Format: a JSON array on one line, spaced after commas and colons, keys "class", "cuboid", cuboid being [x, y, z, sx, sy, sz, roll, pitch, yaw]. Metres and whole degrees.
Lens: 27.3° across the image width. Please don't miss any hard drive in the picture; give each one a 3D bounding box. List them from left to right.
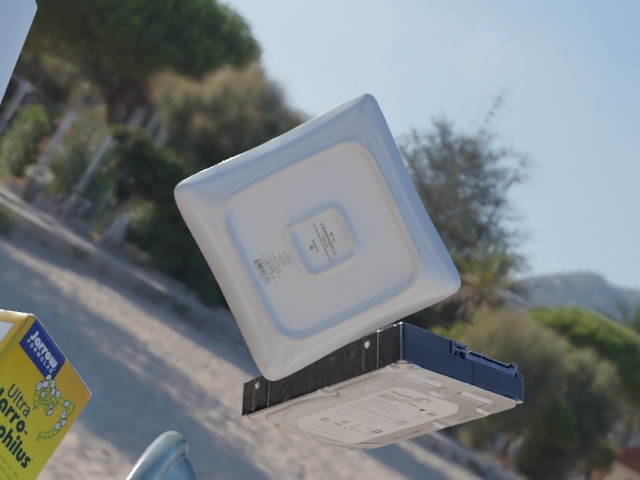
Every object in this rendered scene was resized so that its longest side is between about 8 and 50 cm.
[{"class": "hard drive", "cuboid": [0.082, 0.215, 1.840, 0.237, 0.064, 0.339, 22, -33, -36]}]

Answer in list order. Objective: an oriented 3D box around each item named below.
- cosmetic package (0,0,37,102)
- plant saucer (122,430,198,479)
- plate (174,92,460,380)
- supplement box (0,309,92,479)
[{"class": "cosmetic package", "cuboid": [-0.388, -0.118, 0.986, 0.377, 0.284, 0.097, -91, 171, -56]}, {"class": "plant saucer", "cuboid": [-0.182, 0.354, 1.091, 0.100, 0.400, 0.400, 28, -4, 4]}, {"class": "plate", "cuboid": [0.000, 0.000, 1.612, 0.277, 0.278, 0.045, 64, -2, -9]}, {"class": "supplement box", "cuboid": [-0.526, 0.283, 1.867, 0.194, 0.356, 0.195, 7, -40, 32]}]
